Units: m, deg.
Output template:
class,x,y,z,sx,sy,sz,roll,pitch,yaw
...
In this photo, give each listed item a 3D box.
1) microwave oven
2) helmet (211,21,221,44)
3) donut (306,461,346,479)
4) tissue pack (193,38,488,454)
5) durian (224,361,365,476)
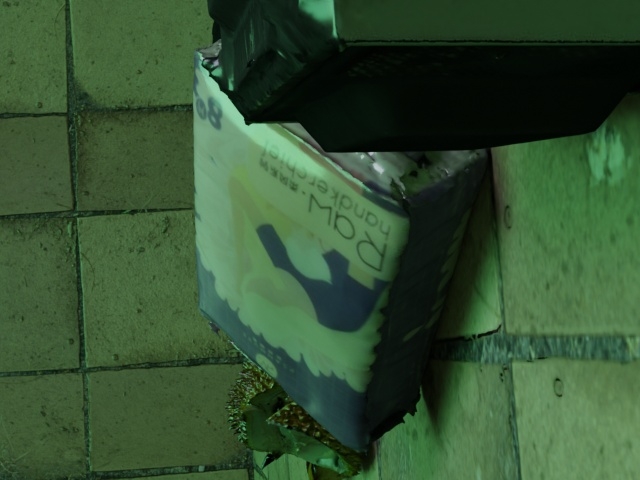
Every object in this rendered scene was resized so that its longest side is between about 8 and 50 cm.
class,x,y,z,sx,sy,sz,roll,pitch,yaw
microwave oven,0.050,-0.188,0.481,0.355,0.218,0.286,-158,66,-80
helmet,-0.054,-0.190,1.348,0.230,0.160,0.279,107,148,-54
donut,0.005,0.280,1.448,0.140,0.059,0.140,176,90,-81
tissue pack,0.000,0.000,0.890,0.242,0.125,0.343,39,146,26
durian,-0.025,0.215,1.310,0.237,0.193,0.138,128,162,-60
